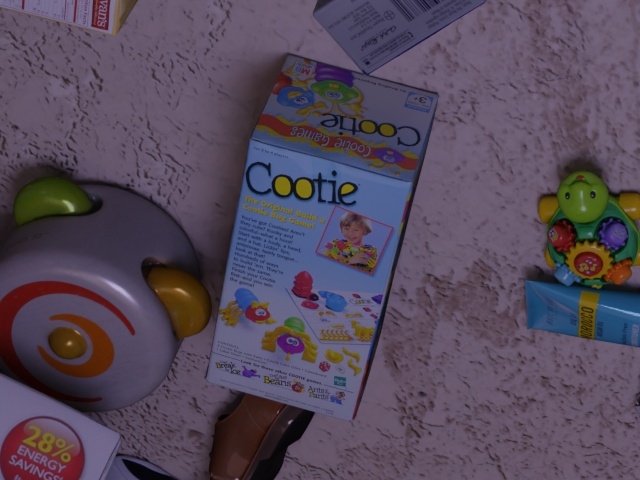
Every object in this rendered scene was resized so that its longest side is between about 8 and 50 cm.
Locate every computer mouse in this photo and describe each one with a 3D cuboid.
[{"bbox_3d":[-0.148,0.289,2.041,0.193,0.042,0.106,25,129,-4],"label":"computer mouse"}]

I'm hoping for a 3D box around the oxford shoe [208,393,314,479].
[{"bbox_3d":[-0.082,0.217,1.956,0.076,0.076,0.212,40,117,16],"label":"oxford shoe"}]

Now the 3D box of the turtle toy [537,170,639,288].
[{"bbox_3d":[0.235,-0.008,1.703,0.095,0.066,0.130,-3,125,17],"label":"turtle toy"}]

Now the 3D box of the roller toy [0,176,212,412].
[{"bbox_3d":[-0.215,0.060,1.824,0.209,0.146,0.191,26,128,-5],"label":"roller toy"}]

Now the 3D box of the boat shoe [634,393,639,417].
[{"bbox_3d":[0.312,0.155,1.829,0.035,0.035,0.100,24,138,32],"label":"boat shoe"}]

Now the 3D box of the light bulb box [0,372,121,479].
[{"bbox_3d":[-0.399,0.213,1.833,0.358,0.225,0.361,26,168,-5],"label":"light bulb box"}]

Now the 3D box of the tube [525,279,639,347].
[{"bbox_3d":[0.288,0.071,1.762,0.207,0.052,0.080,8,141,13],"label":"tube"}]

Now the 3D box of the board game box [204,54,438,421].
[{"bbox_3d":[0.000,0.000,1.725,0.144,0.142,0.275,16,128,4],"label":"board game box"}]

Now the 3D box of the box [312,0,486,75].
[{"bbox_3d":[0.073,-0.217,1.548,0.126,0.137,0.072,-29,115,31],"label":"box"}]

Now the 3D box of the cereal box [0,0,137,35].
[{"bbox_3d":[-0.252,-0.252,1.589,0.240,0.173,0.047,14,127,4],"label":"cereal box"}]
